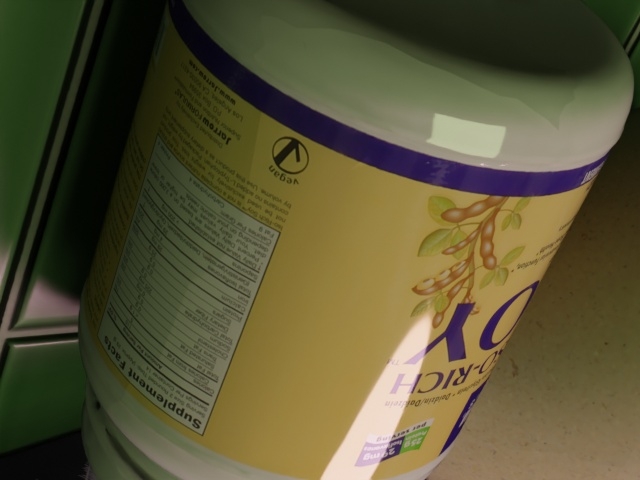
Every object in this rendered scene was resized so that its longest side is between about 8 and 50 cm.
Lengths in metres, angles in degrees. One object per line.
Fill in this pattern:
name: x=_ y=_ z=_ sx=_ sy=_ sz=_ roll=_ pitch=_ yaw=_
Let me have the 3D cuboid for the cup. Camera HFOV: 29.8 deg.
cup: x=0.179 y=0.077 z=0.880 sx=0.237 sy=0.331 sz=0.331 roll=-10 pitch=139 yaw=3

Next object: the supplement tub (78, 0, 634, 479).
supplement tub: x=0.000 y=0.000 z=0.679 sx=0.241 sy=0.241 sz=0.331 roll=-5 pitch=130 yaw=-36

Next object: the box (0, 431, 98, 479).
box: x=-0.139 y=0.219 z=0.855 sx=0.207 sy=0.153 sz=0.108 roll=-15 pitch=136 yaw=-26
